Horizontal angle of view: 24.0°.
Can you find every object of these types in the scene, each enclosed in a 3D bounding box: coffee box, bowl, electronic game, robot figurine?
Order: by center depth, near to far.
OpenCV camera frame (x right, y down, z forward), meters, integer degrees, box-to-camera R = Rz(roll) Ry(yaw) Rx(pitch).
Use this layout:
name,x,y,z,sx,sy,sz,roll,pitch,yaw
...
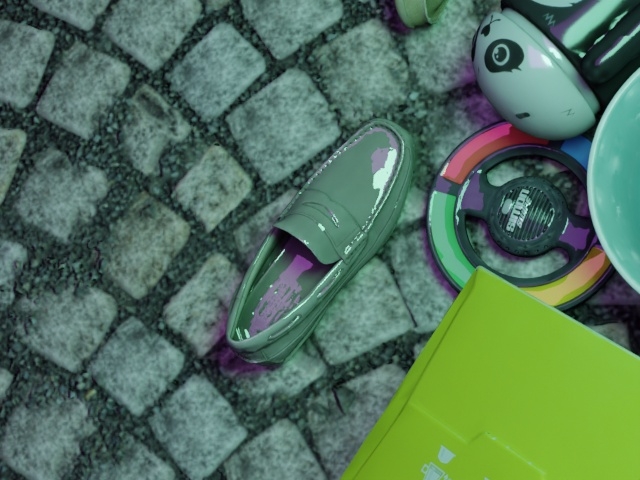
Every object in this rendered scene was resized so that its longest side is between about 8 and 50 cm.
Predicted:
name,x,y,z,sx,sy,sz,roll,pitch,yaw
coffee box,0.246,0.284,1.386,0.338,0.334,0.338,-57,40,-1
bowl,0.437,-0.049,1.549,0.312,0.163,0.311,-3,78,15
robot figurine,0.289,-0.235,1.605,0.278,0.209,0.173,-43,72,1
electronic game,0.229,-0.027,1.668,0.229,0.048,0.229,-3,79,16

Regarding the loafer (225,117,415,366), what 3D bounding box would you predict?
name,x,y,z,sx,sy,sz,roll,pitch,yaw
loafer,0.000,0.000,1.696,0.112,0.111,0.319,30,89,20

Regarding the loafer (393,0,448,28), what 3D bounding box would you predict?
name,x,y,z,sx,sy,sz,roll,pitch,yaw
loafer,0.168,-0.361,1.724,0.092,0.102,0.268,24,86,25
